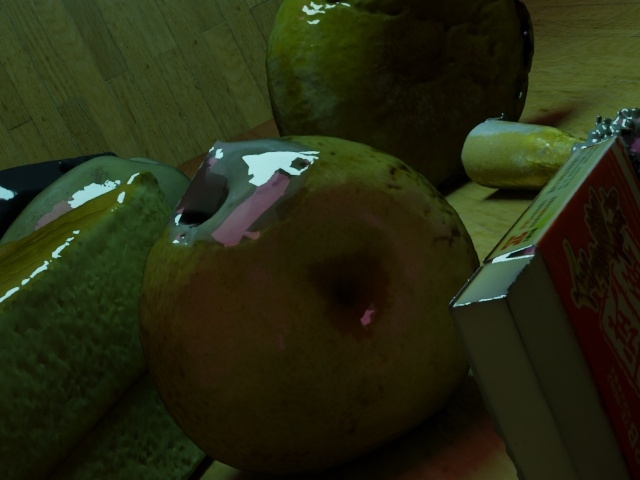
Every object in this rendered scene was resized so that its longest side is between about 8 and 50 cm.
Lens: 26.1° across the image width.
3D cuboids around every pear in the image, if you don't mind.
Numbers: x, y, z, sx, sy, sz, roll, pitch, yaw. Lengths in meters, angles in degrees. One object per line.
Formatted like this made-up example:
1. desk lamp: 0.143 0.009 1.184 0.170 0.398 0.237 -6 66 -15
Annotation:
1. pear: -0.011 0.052 1.032 0.271 0.271 0.271 -25 12 6

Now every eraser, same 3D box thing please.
1. eraser: 0.156 0.052 0.800 0.038 0.157 0.230 -15 16 33

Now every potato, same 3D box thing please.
1. potato: -0.217 0.049 1.410 0.221 0.243 0.326 28 45 21

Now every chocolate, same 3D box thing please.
1. chocolate: 0.230 -0.085 1.463 0.085 0.086 0.219 -30 16 -14

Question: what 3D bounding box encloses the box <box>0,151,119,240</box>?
1. box: -0.372 0.062 1.586 0.359 0.091 0.350 -56 -10 16

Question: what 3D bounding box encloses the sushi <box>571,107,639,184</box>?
1. sushi: 0.295 -0.068 1.165 0.226 0.103 0.097 -14 16 18

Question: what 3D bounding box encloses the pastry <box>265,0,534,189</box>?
1. pastry: 0.099 -0.210 1.687 0.356 0.356 0.164 -30 22 -16

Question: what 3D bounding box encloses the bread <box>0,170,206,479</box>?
1. bread: -0.181 0.130 1.050 0.245 0.233 0.362 -26 16 -2
